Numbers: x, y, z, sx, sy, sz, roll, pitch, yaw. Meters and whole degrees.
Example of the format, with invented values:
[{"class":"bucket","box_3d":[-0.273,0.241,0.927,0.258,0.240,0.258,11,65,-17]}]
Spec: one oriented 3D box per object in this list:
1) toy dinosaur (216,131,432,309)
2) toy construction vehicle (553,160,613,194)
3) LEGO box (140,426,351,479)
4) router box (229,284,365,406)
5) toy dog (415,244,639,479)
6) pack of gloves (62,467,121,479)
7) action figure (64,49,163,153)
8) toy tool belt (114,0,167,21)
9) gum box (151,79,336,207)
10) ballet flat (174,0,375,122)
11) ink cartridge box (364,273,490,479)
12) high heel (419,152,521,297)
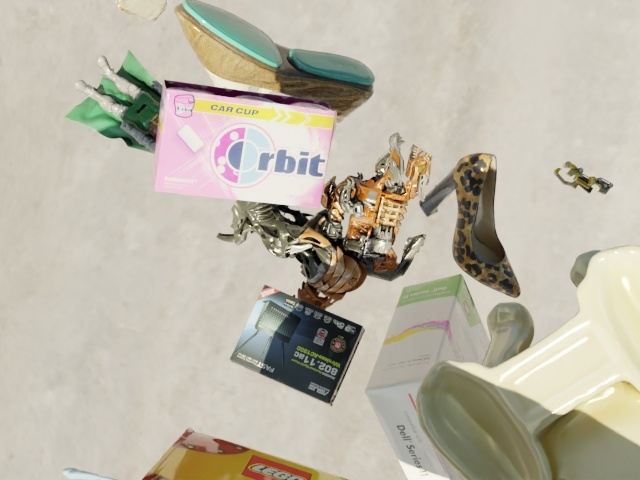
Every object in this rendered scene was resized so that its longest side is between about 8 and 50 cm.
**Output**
[{"class":"toy dinosaur","box_3d":[0.000,0.000,1.138,0.218,0.164,0.322,36,80,0]},{"class":"toy construction vehicle","box_3d":[0.500,-0.114,1.760,0.098,0.086,0.035,29,91,0]},{"class":"LEGO box","box_3d":[0.061,0.412,0.697,0.499,0.193,0.373,18,96,5]},{"class":"router box","box_3d":[-0.025,0.114,0.997,0.122,0.038,0.092,22,78,10]},{"class":"toy dog","box_3d":[0.354,0.193,1.027,0.284,0.408,0.395,-46,73,14]},{"class":"pack of gloves","box_3d":[-0.263,0.391,1.363,0.232,0.195,0.046,12,70,12]},{"class":"action figure","box_3d":[-0.238,-0.172,1.273,0.232,0.063,0.137,34,80,22]},{"class":"toy tool belt","box_3d":[-0.211,-0.282,1.019,0.083,0.052,0.051,21,42,-43]},{"class":"gum box","box_3d":[-0.078,-0.101,0.974,0.188,0.062,0.107,5,108,-15]},{"class":"ballet flat","box_3d":[-0.078,-0.246,1.368,0.342,0.124,0.116,12,37,-34]},{"class":"ink cartridge box","box_3d":[0.181,0.241,1.475,0.207,0.119,0.353,64,29,-23]},{"class":"high heel","box_3d":[0.313,-0.026,1.656,0.261,0.186,0.093,49,44,4]}]
